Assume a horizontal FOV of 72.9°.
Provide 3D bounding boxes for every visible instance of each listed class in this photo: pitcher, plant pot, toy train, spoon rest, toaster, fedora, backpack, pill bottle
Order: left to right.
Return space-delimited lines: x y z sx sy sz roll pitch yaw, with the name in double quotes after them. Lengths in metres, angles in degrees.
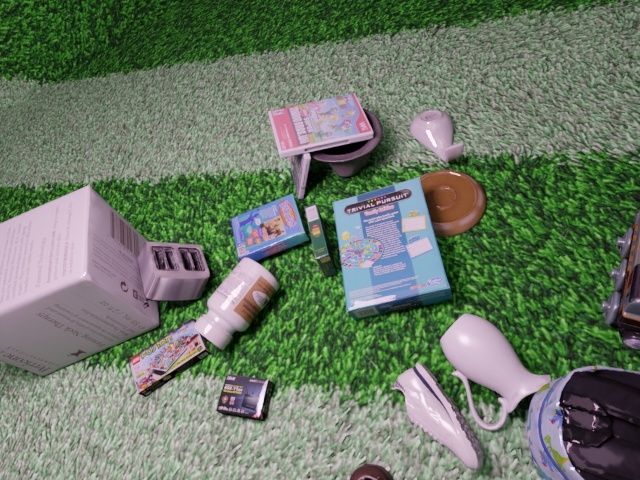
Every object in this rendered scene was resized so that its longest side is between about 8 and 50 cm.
-0.426 0.091 1.250 0.110 0.167 0.186 -57 45 32 "toaster"
-0.227 0.170 1.164 0.131 0.131 0.229 27 69 31 "pill bottle"
0.082 -0.299 1.380 0.243 0.124 0.276 -5 51 13 "fedora"
0.366 -0.325 1.348 0.137 0.084 0.277 -17 41 5 "spoon rest"
0.347 -0.117 1.232 0.236 0.032 0.237 -9 55 13 "plant pot"
0.345 0.277 0.928 0.178 0.125 0.207 -48 67 3 "pitcher"
0.544 0.362 0.731 0.355 0.273 0.290 21 66 -2 "backpack"
0.699 0.059 0.904 0.142 0.190 0.334 17 65 26 "toy train"

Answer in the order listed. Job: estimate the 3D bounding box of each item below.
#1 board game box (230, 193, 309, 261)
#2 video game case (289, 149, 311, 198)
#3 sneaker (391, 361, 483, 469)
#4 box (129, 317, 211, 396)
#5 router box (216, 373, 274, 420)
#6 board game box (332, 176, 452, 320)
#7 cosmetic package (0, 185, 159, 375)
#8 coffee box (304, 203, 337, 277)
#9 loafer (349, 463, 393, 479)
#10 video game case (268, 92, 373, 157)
-0.155 -0.035 1.295 0.210 0.047 0.160 -21 54 5 "board game box"
-0.069 -0.259 1.377 0.022 0.173 0.191 -4 53 -14 "video game case"
0.246 0.377 0.916 0.094 0.090 0.235 -39 50 6 "sneaker"
-0.413 0.317 1.185 0.206 0.036 0.114 -34 54 -6 "box"
-0.185 0.385 1.066 0.122 0.038 0.092 1 57 18 "router box"
0.179 0.018 1.146 0.253 0.079 0.336 -15 57 14 "board game box"
-0.728 0.123 1.234 0.393 0.329 0.328 -23 54 3 "cosmetic package"
0.000 0.000 1.216 0.040 0.113 0.184 -17 56 5 "coffee box"
0.099 0.600 0.774 0.133 0.130 0.366 -17 54 7 "loafer"
-0.004 -0.354 1.319 0.284 0.025 0.204 -13 54 -5 "video game case"
